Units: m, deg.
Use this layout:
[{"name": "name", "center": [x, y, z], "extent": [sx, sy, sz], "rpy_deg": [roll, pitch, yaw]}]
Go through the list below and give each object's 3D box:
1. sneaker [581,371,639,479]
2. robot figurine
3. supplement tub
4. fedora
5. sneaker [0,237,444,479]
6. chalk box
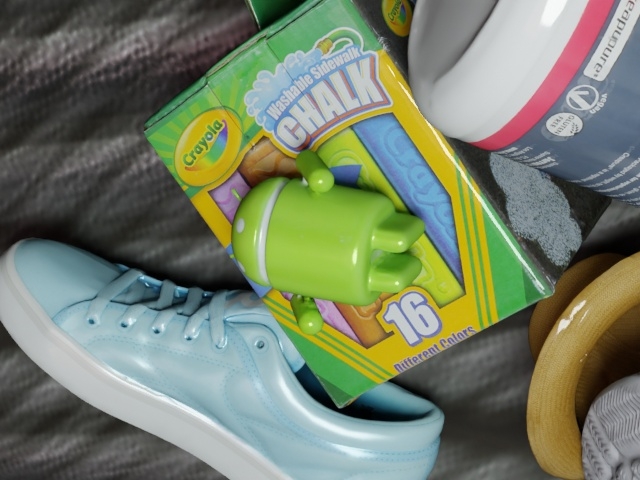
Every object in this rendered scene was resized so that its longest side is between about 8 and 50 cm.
[{"name": "sneaker", "center": [0.270, 0.168, 0.900], "extent": [0.180, 0.124, 0.321], "rpy_deg": [-16, 142, -5]}, {"name": "robot figurine", "center": [0.000, 0.000, 0.809], "extent": [0.115, 0.067, 0.101], "rpy_deg": [11, 113, 20]}, {"name": "supplement tub", "center": [0.202, -0.107, 0.764], "extent": [0.272, 0.191, 0.191], "rpy_deg": [19, 122, -15]}, {"name": "fedora", "center": [0.196, 0.070, 0.937], "extent": [0.079, 0.194, 0.194], "rpy_deg": [48, 133, 47]}, {"name": "sneaker", "center": [-0.069, 0.076, 1.057], "extent": [0.366, 0.135, 0.150], "rpy_deg": [31, 113, -1]}, {"name": "chalk box", "center": [0.023, -0.076, 0.912], "extent": [0.179, 0.180, 0.289], "rpy_deg": [-32, 95, 31]}]
